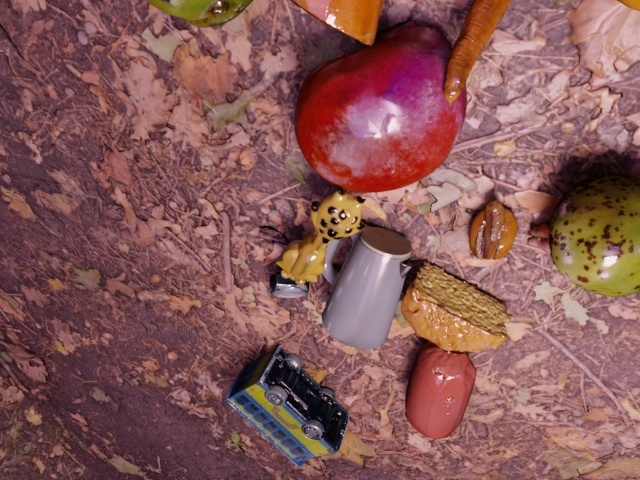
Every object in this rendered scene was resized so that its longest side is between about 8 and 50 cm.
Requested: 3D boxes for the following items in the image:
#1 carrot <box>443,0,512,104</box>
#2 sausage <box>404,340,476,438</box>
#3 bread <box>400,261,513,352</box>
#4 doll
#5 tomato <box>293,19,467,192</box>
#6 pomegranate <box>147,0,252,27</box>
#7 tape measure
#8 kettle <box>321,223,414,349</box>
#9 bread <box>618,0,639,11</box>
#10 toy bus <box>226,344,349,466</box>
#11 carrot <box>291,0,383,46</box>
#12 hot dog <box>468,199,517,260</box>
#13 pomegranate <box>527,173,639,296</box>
[{"bbox_3d":[0.246,-0.329,0.734,0.059,0.059,0.247,27,97,3],"label":"carrot"},{"bbox_3d":[0.285,0.359,1.147,0.152,0.152,0.279,14,121,12],"label":"sausage"},{"bbox_3d":[0.283,0.159,1.038,0.229,0.143,0.139,30,137,5],"label":"bread"},{"bbox_3d":[0.000,-0.001,1.005,0.117,0.086,0.291,28,133,-8],"label":"doll"},{"bbox_3d":[0.106,-0.203,0.849,0.335,0.176,0.289,-16,117,26],"label":"tomato"},{"bbox_3d":[-0.221,-0.496,0.773,0.236,0.236,0.301,-41,74,34],"label":"pomegranate"},{"bbox_3d":[-0.088,0.053,1.163,0.107,0.104,0.179,134,121,-64],"label":"tape measure"},{"bbox_3d":[0.091,0.084,1.067,0.211,0.160,0.243,35,123,32],"label":"kettle"},{"bbox_3d":[0.439,-0.411,0.537,0.270,0.211,0.315,56,158,28],"label":"bread"},{"bbox_3d":[-0.086,0.470,1.347,0.312,0.152,0.190,46,123,-11],"label":"toy bus"},{"bbox_3d":[0.017,-0.482,0.692,0.214,0.193,0.331,21,122,12],"label":"carrot"},{"bbox_3d":[0.344,-0.019,0.944,0.090,0.060,0.140,13,120,7],"label":"hot dog"},{"bbox_3d":[0.477,-0.009,0.838,0.214,0.214,0.248,53,159,-15],"label":"pomegranate"}]
